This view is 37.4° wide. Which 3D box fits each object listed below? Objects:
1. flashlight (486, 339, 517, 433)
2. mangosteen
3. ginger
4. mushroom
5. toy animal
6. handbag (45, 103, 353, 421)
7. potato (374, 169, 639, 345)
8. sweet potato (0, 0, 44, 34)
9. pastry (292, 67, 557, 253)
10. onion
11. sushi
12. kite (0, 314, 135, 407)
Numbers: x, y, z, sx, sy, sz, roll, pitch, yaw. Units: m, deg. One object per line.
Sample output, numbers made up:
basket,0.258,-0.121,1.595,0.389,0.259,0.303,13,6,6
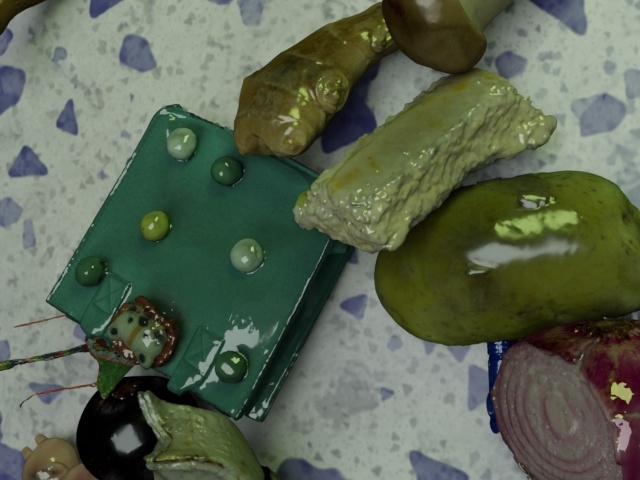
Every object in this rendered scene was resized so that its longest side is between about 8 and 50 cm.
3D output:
flashlight,0.182,0.129,0.929,0.035,0.057,0.121,3,79,-15
mangosteen,-0.188,0.221,1.019,0.137,0.137,0.151,-7,118,20
ginger,0.036,-0.180,0.946,0.294,0.086,0.131,-33,31,-5
mushroom,0.179,-0.316,0.894,0.128,0.128,0.350,29,81,19
toy animal,-0.280,0.274,1.070,0.150,0.089,0.083,34,120,16
handbag,-0.118,0.015,0.982,0.269,0.100,0.274,29,82,20
potato,0.169,0.008,0.887,0.272,0.111,0.160,-11,72,23
sweet potato,-0.328,-0.367,1.107,0.079,0.108,0.346,19,90,25
pastry,0.103,-0.079,0.882,0.258,0.089,0.121,-37,44,-16
onion,0.266,0.145,0.810,0.201,0.207,0.200,4,67,-10
sushi,-0.084,0.248,0.923,0.109,0.134,0.272,-15,109,4
kite,-0.277,0.125,1.042,0.244,0.198,0.006,-14,124,-12
